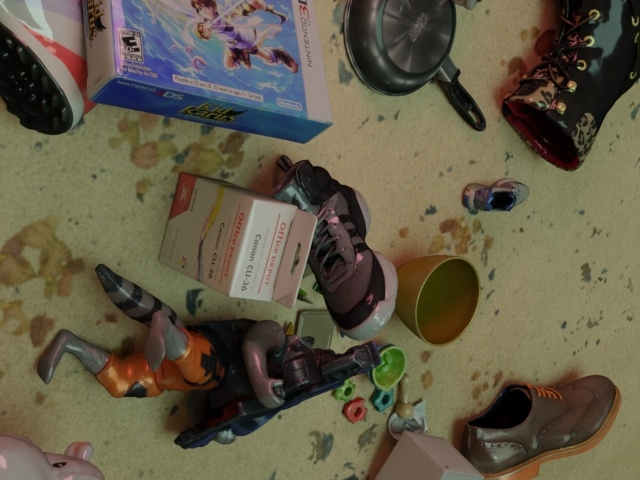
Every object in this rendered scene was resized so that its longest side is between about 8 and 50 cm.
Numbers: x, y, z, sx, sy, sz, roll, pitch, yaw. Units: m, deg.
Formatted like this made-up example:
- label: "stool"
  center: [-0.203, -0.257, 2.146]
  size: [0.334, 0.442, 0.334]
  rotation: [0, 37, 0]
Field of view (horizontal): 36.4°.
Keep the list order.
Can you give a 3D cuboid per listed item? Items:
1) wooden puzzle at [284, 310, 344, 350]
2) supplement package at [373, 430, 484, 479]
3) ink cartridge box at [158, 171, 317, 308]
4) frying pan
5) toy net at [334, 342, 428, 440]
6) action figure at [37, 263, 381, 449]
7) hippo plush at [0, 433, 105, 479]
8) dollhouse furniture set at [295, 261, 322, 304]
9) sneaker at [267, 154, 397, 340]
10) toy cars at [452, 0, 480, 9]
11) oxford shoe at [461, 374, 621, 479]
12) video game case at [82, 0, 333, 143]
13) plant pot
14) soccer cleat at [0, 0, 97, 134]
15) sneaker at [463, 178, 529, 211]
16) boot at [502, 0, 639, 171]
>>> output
- label: "wooden puzzle"
  center: [-0.010, 0.131, 1.361]
  size: [0.116, 0.014, 0.079]
  rotation: [13, 99, -42]
- label: "supplement package"
  center: [0.146, 0.398, 1.492]
  size: [0.105, 0.105, 0.179]
  rotation: [20, 105, -41]
- label: "ink cartridge box"
  center: [-0.098, -0.002, 1.118]
  size: [0.067, 0.198, 0.115]
  rotation: [10, 97, -42]
- label: "frying pan"
  center: [0.139, -0.242, 1.351]
  size: [0.197, 0.053, 0.326]
  rotation: [-39, 122, -24]
- label: "toy net"
  center: [0.110, 0.255, 1.480]
  size: [0.122, 0.045, 0.232]
  rotation: [-50, 129, -18]
- label: "action figure"
  center: [-0.104, 0.125, 1.142]
  size: [0.330, 0.341, 0.179]
  rotation: [18, 53, -49]
- label: "hippo plush"
  center: [-0.317, 0.325, 0.965]
  size: [0.236, 0.234, 0.294]
  rotation: [-37, 129, 14]
- label: "dollhouse furniture set"
  center: [-0.022, 0.036, 1.289]
  size: [0.151, 0.058, 0.076]
  rotation: [39, 77, -41]
- label: "sneaker"
  center: [0.000, 0.000, 1.191]
  size: [0.101, 0.269, 0.153]
  rotation: [-40, 126, 20]
- label: "toy cars"
  center: [0.231, -0.504, 1.311]
  size: [0.176, 0.087, 0.394]
  rotation: [-7, 115, -77]
- label: "oxford shoe"
  center: [0.390, 0.300, 1.683]
  size: [0.363, 0.130, 0.133]
  rotation: [-23, 112, -33]
- label: "video game case"
  center: [-0.120, -0.243, 1.031]
  size: [0.269, 0.061, 0.244]
  rotation: [7, 66, -40]
- label: "plant pot"
  center: [0.155, 0.077, 1.428]
  size: [0.134, 0.095, 0.134]
  rotation: [-14, 113, -36]
- label: "soccer cleat"
  center: [-0.306, -0.260, 0.941]
  size: [0.116, 0.108, 0.318]
  rotation: [-57, 132, -43]
- label: "sneaker"
  center: [0.287, -0.064, 1.521]
  size: [0.135, 0.058, 0.052]
  rotation: [-11, 111, -38]
- label: "boot"
  center: [0.382, -0.310, 1.479]
  size: [0.284, 0.138, 0.377]
  rotation: [-55, 136, -12]
